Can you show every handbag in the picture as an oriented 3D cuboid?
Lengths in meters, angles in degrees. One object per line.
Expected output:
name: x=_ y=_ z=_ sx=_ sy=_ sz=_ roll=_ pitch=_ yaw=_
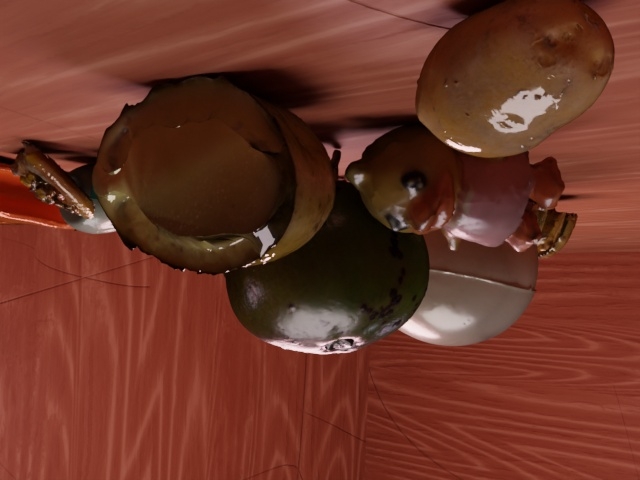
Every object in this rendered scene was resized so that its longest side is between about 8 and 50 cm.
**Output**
handbag: x=-0.681 y=-0.096 z=1.842 sx=0.303 sy=0.116 sz=0.410 roll=4 pitch=176 yaw=23

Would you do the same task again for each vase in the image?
vase: x=-0.363 y=-0.080 z=1.787 sx=0.128 sy=0.128 sz=0.248 roll=0 pitch=-176 yaw=38

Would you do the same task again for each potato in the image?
potato: x=0.153 y=-0.132 z=0.767 sx=0.109 sy=0.118 sz=0.178 roll=-37 pitch=-174 yaw=-34
potato: x=-0.099 y=-0.074 z=1.123 sx=0.285 sy=0.242 sz=0.242 roll=-8 pitch=170 yaw=35

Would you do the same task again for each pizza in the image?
pizza: x=-0.478 y=-0.107 z=1.628 sx=0.195 sy=0.052 sz=0.185 roll=20 pitch=154 yaw=43

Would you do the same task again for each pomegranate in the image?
pomegranate: x=0.017 y=0.004 z=1.376 sx=0.291 sy=0.323 sz=0.291 roll=11 pitch=169 yaw=2

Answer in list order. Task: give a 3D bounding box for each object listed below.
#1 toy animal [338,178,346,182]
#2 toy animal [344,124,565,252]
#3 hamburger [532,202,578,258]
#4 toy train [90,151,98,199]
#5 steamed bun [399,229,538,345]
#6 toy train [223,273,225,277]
toy animal: x=0.017 y=-0.093 z=1.796 sx=0.083 sy=0.060 sz=0.081 roll=4 pitch=-144 yaw=-36
toy animal: x=0.166 y=-0.077 z=1.270 sx=0.281 sy=0.195 sz=0.169 roll=0 pitch=-143 yaw=-28
hamburger: x=0.425 y=-0.023 z=2.018 sx=0.124 sy=0.131 sz=0.262 roll=4 pitch=180 yaw=-25
toy train: x=-0.294 y=-0.096 z=1.634 sx=0.154 sy=0.107 sz=0.198 roll=9 pitch=180 yaw=30
steamed bun: x=0.235 y=0.041 z=1.773 sx=0.334 sy=0.334 sz=0.374 roll=3 pitch=177 yaw=-1
toy train: x=-0.072 y=-0.013 z=1.887 sx=0.159 sy=0.129 sz=0.326 roll=-8 pitch=-170 yaw=42
